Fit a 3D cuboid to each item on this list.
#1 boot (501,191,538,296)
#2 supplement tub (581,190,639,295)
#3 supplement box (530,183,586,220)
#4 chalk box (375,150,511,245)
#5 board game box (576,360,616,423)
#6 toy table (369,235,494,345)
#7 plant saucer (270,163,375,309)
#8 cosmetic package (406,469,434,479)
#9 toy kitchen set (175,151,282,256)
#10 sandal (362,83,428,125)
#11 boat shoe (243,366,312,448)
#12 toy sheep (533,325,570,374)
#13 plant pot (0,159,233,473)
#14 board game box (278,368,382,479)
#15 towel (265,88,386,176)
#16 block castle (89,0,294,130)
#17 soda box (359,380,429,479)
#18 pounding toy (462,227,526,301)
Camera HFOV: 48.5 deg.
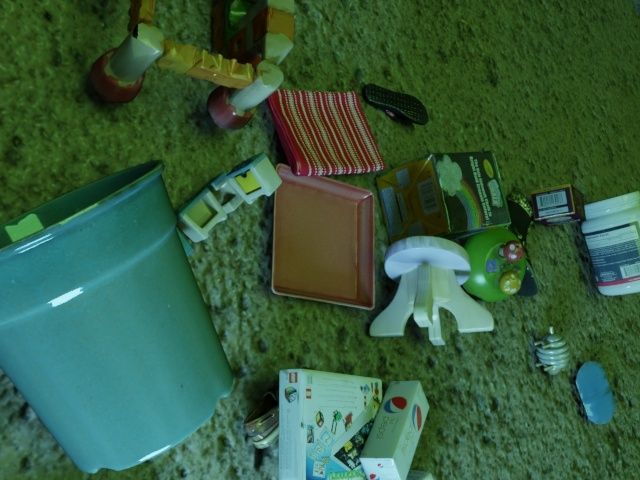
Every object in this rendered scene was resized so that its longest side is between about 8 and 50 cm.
[{"bbox_3d":[0.515,0.008,1.830,0.236,0.085,0.178,55,48,-16],"label":"boot"},{"bbox_3d":[0.869,0.009,2.050,0.191,0.191,0.272,-13,87,-41],"label":"supplement tub"},{"bbox_3d":[0.641,-0.092,1.908,0.188,0.104,0.081,9,73,-60],"label":"supplement box"},{"bbox_3d":[0.298,-0.094,1.614,0.289,0.179,0.180,-7,82,-42],"label":"chalk box"},{"bbox_3d":[0.741,0.418,1.944,0.133,0.033,0.169,-15,83,-36],"label":"board game box"},{"bbox_3d":[0.223,0.114,1.468,0.274,0.252,0.161,33,52,-54],"label":"toy table"},{"bbox_3d":[0.000,0.000,1.426,0.259,0.048,0.258,13,71,-36],"label":"plant saucer"},{"bbox_3d":[0.098,0.564,1.306,0.296,0.129,0.153,-24,95,-41],"label":"cosmetic package"},{"bbox_3d":[-0.198,-0.069,1.200,0.122,0.166,0.207,52,52,-17],"label":"toy kitchen set"},{"bbox_3d":[0.173,-0.316,1.665,0.179,0.040,0.067,18,61,-20],"label":"sandal"},{"bbox_3d":[-0.071,0.289,1.280,0.178,0.064,0.060,-47,111,-35],"label":"boat shoe"},{"bbox_3d":[0.595,0.282,1.822,0.091,0.091,0.132,-20,110,-41],"label":"toy sheep"},{"bbox_3d":[-0.300,0.109,0.983,0.341,0.341,0.334,-38,110,-39],"label":"plant pot"},{"bbox_3d":[0.028,0.340,1.290,0.305,0.053,0.193,24,62,-56],"label":"board game box"},{"bbox_3d":[0.014,-0.229,1.476,0.275,0.031,0.199,-9,74,-44],"label":"towel"},{"bbox_3d":[-0.230,-0.440,1.249,0.303,0.213,0.453,9,71,-34],"label":"block castle"},{"bbox_3d":[0.146,0.366,1.367,0.216,0.069,0.074,-56,131,-53],"label":"soda box"},{"bbox_3d":[0.407,0.075,1.655,0.237,0.110,0.183,-37,105,-16],"label":"pounding toy"}]
